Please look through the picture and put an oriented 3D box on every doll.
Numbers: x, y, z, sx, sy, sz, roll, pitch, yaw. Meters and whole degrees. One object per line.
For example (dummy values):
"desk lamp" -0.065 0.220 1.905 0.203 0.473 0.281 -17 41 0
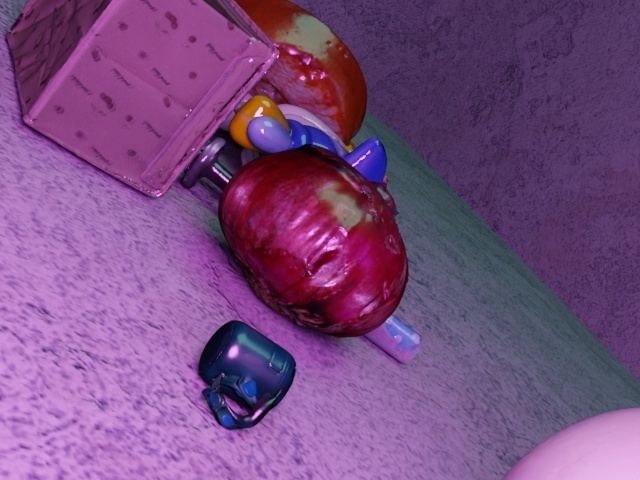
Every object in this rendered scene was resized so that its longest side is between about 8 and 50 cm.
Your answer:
"doll" -0.027 -0.098 1.361 0.376 0.187 0.365 21 7 -9

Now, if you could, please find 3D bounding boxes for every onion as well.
"onion" 0.000 0.000 1.032 0.246 0.190 0.246 51 -2 3

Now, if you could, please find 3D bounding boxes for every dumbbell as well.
"dumbbell" -0.107 -0.065 1.175 0.254 0.081 0.081 39 13 -4

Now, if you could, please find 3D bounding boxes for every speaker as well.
"speaker" -0.061 0.114 0.762 0.075 0.060 0.094 35 14 -18

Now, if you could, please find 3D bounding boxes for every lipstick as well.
"lipstick" 0.061 0.099 1.189 0.158 0.048 0.048 38 13 -15

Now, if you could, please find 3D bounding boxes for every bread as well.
"bread" -0.078 -0.260 1.523 0.327 0.295 0.114 40 56 -19

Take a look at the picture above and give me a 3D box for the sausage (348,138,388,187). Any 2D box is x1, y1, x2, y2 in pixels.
"sausage" 0.022 -0.148 1.757 0.317 0.125 0.117 47 11 14

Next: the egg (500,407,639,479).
"egg" 0.263 0.269 0.701 0.345 0.283 0.283 15 26 -36

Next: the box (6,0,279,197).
"box" -0.225 -0.236 1.081 0.190 0.225 0.297 33 14 -34
